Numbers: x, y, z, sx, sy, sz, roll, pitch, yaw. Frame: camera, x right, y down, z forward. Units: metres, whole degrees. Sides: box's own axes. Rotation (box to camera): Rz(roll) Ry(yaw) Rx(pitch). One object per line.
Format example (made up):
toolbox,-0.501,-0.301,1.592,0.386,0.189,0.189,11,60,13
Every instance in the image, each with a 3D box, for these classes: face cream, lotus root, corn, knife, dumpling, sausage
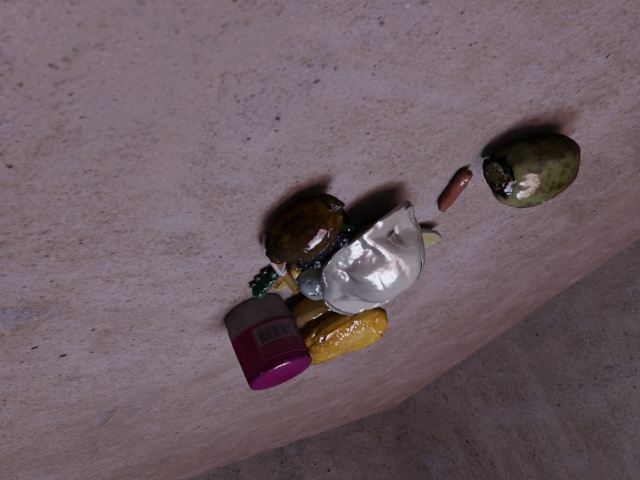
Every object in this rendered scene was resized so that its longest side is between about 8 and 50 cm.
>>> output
face cream,-0.136,0.260,1.625,0.175,0.195,0.175,-21,155,-10
lotus root,-0.035,-0.015,1.279,0.209,0.120,0.120,-41,153,27
lotus root,0.522,-0.176,1.505,0.309,0.173,0.173,-21,157,-34
corn,-0.081,0.090,1.534,0.037,0.037,0.092,2,144,-48
knife,-0.090,0.054,1.427,0.046,0.022,0.256,-67,155,-22
dumpling,0.121,0.060,1.501,0.260,0.181,0.341,-26,170,-17
sausage,0.324,-0.117,1.543,0.042,0.036,0.158,-9,152,-21

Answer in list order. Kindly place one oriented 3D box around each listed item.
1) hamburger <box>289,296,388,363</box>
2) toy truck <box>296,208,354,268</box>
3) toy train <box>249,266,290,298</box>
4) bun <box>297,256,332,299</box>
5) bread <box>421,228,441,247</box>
hamburger,0.030,0.241,1.793,0.314,0.170,0.290,-16,151,-23
toy truck,0.000,0.000,1.384,0.147,0.079,0.065,-41,154,27
toy train,-0.124,0.099,1.505,0.064,0.044,0.103,-16,156,-49
bun,0.013,0.106,1.610,0.140,0.083,0.141,-24,159,-10
bread,0.226,0.008,1.698,0.192,0.036,0.112,-28,152,9
